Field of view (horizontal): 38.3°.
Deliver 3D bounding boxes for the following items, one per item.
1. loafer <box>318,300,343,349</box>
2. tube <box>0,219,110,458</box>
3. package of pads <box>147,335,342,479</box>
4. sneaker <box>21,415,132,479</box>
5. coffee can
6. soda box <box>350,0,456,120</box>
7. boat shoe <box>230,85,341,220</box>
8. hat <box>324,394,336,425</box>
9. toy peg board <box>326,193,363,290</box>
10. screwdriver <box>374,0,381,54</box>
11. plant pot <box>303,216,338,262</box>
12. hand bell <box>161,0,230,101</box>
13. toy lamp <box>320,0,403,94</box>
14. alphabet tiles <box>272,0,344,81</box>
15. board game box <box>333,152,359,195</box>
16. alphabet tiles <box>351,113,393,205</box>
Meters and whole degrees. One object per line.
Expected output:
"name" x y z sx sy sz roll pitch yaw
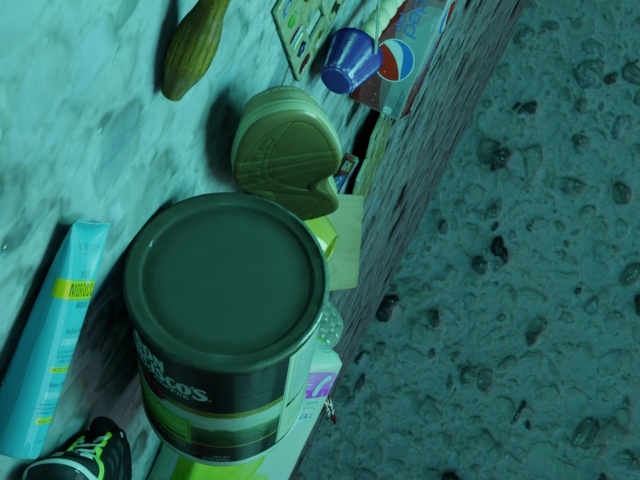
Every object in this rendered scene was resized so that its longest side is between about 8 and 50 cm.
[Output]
"loafer" -0.064 0.189 1.650 0.111 0.112 0.319 -35 175 33
"tube" -0.229 0.080 0.784 0.080 0.052 0.207 -16 127 -89
"package of pads" -0.114 0.277 1.420 0.229 0.101 0.296 5 116 -46
"sneaker" -0.257 0.236 0.997 0.235 0.084 0.097 88 6 -71
"coffee can" -0.103 0.107 1.011 0.201 0.201 0.275 -57 168 -31
"soda box" 0.140 -0.327 1.431 0.083 0.092 0.263 -41 155 -63
"boat shoe" -0.042 -0.114 1.078 0.341 0.121 0.110 84 -4 -76
"hat" 0.011 0.210 1.855 0.173 0.183 0.208 -46 160 -59
"toy peg board" 0.000 0.000 1.555 0.161 0.079 0.161 -2 96 -63
"screwdriver" 0.074 -0.323 1.177 0.025 0.024 0.170 10 87 -35
"plant pot" -0.029 0.000 1.397 0.134 0.095 0.134 -60 170 -18
"hand bell" -0.077 -0.209 0.734 0.242 0.126 0.126 -55 176 36
"toy lamp" 0.081 -0.303 1.254 0.275 0.080 0.080 -57 168 -32
"alphabet tiles" 0.016 -0.322 1.079 0.237 0.009 0.198 -62 169 -8
"board game box" -0.005 -0.012 1.673 0.281 0.027 0.145 -61 168 -13
"alphabet tiles" 0.097 -0.143 1.780 0.342 0.011 0.285 102 9 -53
